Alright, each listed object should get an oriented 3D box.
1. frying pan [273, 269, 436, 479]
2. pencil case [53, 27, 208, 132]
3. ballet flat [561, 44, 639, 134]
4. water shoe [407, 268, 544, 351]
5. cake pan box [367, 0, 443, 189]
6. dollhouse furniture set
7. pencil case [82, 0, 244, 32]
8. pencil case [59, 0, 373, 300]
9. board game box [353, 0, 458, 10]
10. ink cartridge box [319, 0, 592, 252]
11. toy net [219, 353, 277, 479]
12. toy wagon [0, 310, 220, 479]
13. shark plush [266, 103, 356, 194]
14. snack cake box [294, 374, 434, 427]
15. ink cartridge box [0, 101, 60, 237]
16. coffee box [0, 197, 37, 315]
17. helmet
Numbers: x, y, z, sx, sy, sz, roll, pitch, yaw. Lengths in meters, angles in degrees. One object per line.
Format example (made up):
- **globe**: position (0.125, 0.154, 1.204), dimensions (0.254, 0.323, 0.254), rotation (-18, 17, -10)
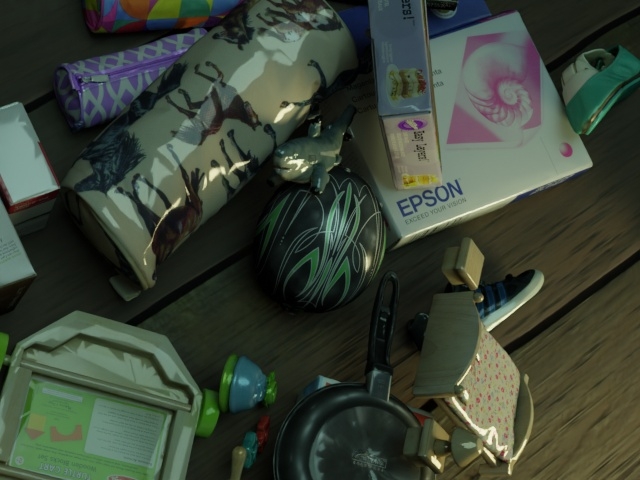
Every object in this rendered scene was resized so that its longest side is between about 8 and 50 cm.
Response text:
- **frying pan**: position (0.078, 0.206, 1.669), dimensions (0.197, 0.053, 0.326), rotation (39, 64, -6)
- **pencil case**: position (-0.221, -0.198, 1.768), dimensions (0.206, 0.088, 0.086), rotation (-21, 70, -28)
- **ballet flat**: position (0.369, -0.209, 1.983), dimensions (0.087, 0.083, 0.247), rotation (42, 33, 7)
- **water shoe**: position (0.198, 0.075, 1.846), dimensions (0.203, 0.073, 0.080), rotation (-34, 84, -29)
- **cake pan box**: position (0.098, -0.222, 1.745), dimensions (0.070, 0.246, 0.267), rotation (-5, 70, 4)
- **dollhouse furniture set**: position (0.253, 0.219, 1.704), dimensions (0.303, 0.174, 0.355), rotation (50, 44, -42)
- **pencil case**: position (-0.183, -0.315, 1.822), dimensions (0.236, 0.104, 0.104), rotation (-5, 73, -25)
- **pencil case**: position (-0.125, -0.124, 1.704), dimensions (0.410, 0.160, 0.183), rotation (-46, 129, -17)
- **board game box**: position (0.093, -0.377, 1.970), dimensions (0.186, 0.026, 0.126), rotation (4, 69, -6)
- **ink cartridge box**: position (0.155, -0.187, 1.928), dimensions (0.324, 0.071, 0.330), rotation (-22, 82, -27)
- **toy net**: position (-0.097, 0.250, 1.657), dimensions (0.045, 0.122, 0.232), rotation (9, 75, 9)
- **toy wagon**: position (-0.263, 0.252, 1.600), dimensions (0.267, 0.068, 0.344), rotation (17, 67, -15)
- **shark plush**: position (0.003, -0.112, 1.694), dimensions (0.161, 0.073, 0.067), rotation (-34, 128, -33)
- **snack cake box**: position (0.026, 0.307, 1.684), dimensions (0.152, 0.089, 0.264), rotation (20, 65, -12)
- **ink cartridge box**: position (-0.348, -0.072, 1.637), dimensions (0.063, 0.150, 0.109), rotation (-24, 81, -23)
- **coffee box**: position (-0.415, -0.034, 1.601), dimensions (0.098, 0.141, 0.246), rotation (-22, 80, -27)
- **helmet**: position (0.000, 0.000, 1.743), dimensions (0.169, 0.161, 0.169), rotation (7, 69, -20)
